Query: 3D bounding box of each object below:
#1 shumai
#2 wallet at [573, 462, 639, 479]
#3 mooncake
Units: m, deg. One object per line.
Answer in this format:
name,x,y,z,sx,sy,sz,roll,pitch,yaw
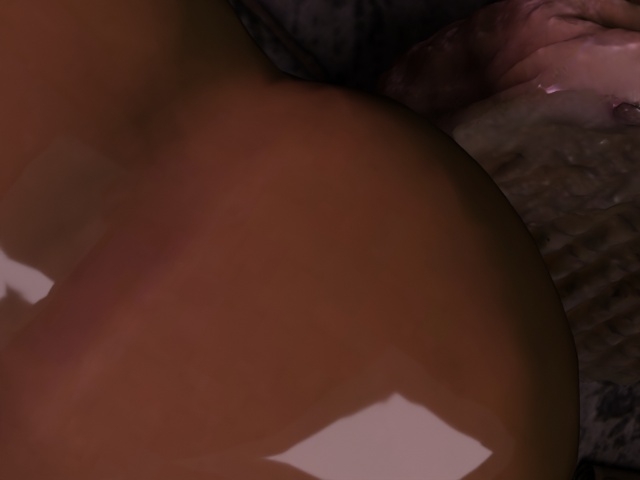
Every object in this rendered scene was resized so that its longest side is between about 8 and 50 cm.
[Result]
shumai,0.162,-0.080,0.686,0.267,0.262,0.314,15,150,0
wallet,0.256,0.228,0.924,0.198,0.031,0.110,15,105,-29
mooncake,-0.123,0.107,0.458,0.467,0.262,0.467,0,77,-1
